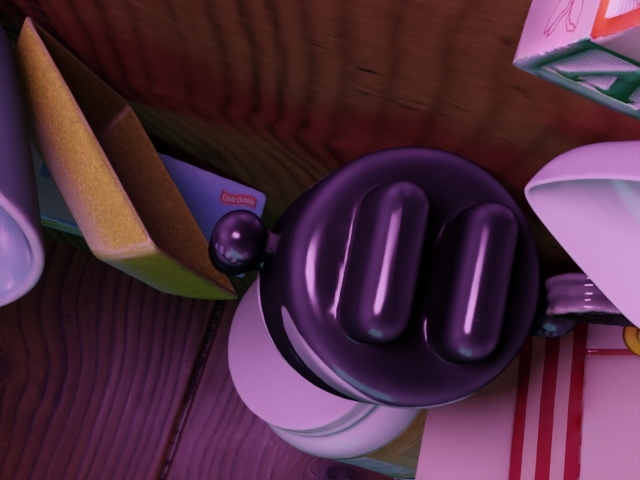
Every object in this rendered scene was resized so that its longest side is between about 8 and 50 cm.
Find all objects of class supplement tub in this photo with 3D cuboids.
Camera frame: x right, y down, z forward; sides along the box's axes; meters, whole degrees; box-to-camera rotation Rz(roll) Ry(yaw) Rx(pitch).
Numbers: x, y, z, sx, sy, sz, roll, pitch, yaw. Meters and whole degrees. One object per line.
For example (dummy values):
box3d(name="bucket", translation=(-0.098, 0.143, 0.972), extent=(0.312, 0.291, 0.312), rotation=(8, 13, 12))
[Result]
box3d(name="supplement tub", translation=(0.058, 0.144, 1.450), extent=(0.228, 0.228, 0.316), rotation=(13, 171, 33))

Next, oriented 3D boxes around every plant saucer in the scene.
box3d(name="plant saucer", translation=(-0.144, -0.041, 0.889), extent=(0.188, 0.045, 0.188), rotation=(59, -175, 17))

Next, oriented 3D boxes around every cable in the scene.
box3d(name="cable", translation=(0.244, 0.062, 0.845), extent=(0.139, 0.072, 0.287), rotation=(5, 180, 28))

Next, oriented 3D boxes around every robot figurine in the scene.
box3d(name="robot figurine", translation=(0.048, 0.025, 0.880), extent=(0.209, 0.173, 0.278), rotation=(51, 169, -2))

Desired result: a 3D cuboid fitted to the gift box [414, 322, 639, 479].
box3d(name="gift box", translation=(0.226, 0.181, 1.072), extent=(0.255, 0.258, 0.276), rotation=(0, 142, 20))

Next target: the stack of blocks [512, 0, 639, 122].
box3d(name="stack of blocks", translation=(0.209, -0.037, 0.350), extent=(0.297, 0.087, 0.171), rotation=(21, 172, -17))

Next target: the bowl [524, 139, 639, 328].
box3d(name="bowl", translation=(0.190, -0.003, 0.661), extent=(0.142, 0.053, 0.142), rotation=(44, 162, -22))

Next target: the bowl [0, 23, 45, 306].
box3d(name="bowl", translation=(-0.307, -0.083, 0.772), extent=(0.311, 0.163, 0.311), rotation=(6, 156, 3))

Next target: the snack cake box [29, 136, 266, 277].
box3d(name="snack cake box", translation=(-0.198, -0.044, 1.177), extent=(0.152, 0.089, 0.264), rotation=(12, 175, 43))
